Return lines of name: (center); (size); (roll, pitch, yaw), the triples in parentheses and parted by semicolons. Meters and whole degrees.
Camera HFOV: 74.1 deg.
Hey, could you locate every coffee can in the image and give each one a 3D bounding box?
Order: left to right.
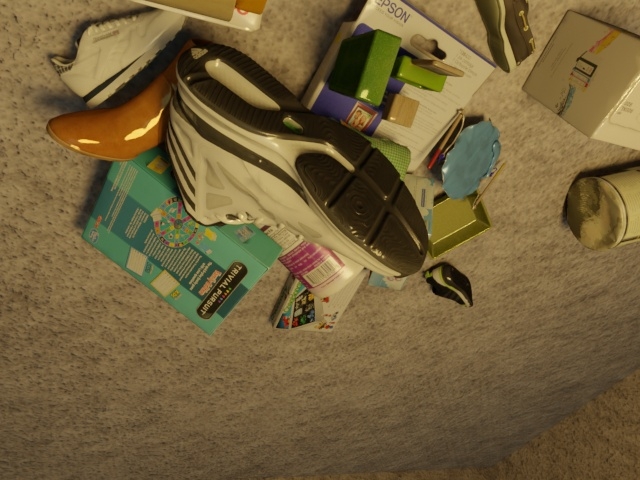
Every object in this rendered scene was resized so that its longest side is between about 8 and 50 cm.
coffee can: (0.845, -0.097, 1.128); (0.275, 0.202, 0.202); (-12, 134, -5)

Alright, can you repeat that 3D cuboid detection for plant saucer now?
plant saucer: (0.340, -0.056, 1.123); (0.188, 0.045, 0.188); (-30, 133, 12)

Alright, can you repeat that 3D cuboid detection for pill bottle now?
pill bottle: (-0.048, -0.038, 0.884); (0.169, 0.169, 0.301); (-39, 103, 19)

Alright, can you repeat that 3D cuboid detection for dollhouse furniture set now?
dollhouse furniture set: (0.102, -0.166, 0.729); (0.197, 0.151, 0.302); (11, 108, -22)

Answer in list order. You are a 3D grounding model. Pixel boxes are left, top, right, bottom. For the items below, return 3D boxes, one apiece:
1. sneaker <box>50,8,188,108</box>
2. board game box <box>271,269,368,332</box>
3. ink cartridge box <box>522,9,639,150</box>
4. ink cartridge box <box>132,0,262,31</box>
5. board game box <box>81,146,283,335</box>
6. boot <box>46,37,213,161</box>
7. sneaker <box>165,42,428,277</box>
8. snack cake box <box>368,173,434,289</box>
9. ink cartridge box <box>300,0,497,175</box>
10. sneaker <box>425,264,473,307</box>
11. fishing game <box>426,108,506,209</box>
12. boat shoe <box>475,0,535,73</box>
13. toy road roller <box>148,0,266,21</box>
sneaker: (-0.314, -0.311, 0.671); (0.235, 0.090, 0.095); (-33, 117, 9)
board game box: (-0.003, 0.143, 1.195); (0.192, 0.053, 0.305); (9, 128, -23)
ink cartridge box: (0.565, -0.310, 0.826); (0.171, 0.233, 0.168); (4, 130, -21)
ink cartridge box: (-0.155, -0.454, 0.560); (0.198, 0.115, 0.273); (5, 129, -21)
board game box: (-0.280, 0.004, 0.843); (0.336, 0.079, 0.254); (39, 124, -6)
boot: (-0.259, -0.234, 0.683); (0.295, 0.104, 0.211); (-14, 154, -52)
sneaker: (-0.055, -0.073, 0.686); (0.447, 0.169, 0.257); (40, 141, -5)
snack cake box: (0.182, -0.011, 0.986); (0.089, 0.152, 0.264); (10, 149, 1)
ink cartridge box: (0.135, -0.284, 0.840); (0.303, 0.072, 0.307); (18, 122, -28)
sneaker: (0.397, 0.140, 1.316); (0.097, 0.084, 0.234); (-17, 138, 34)
fishing game: (0.335, -0.183, 0.958); (0.264, 0.041, 0.189); (20, 105, -44)
boat shoe: (0.340, -0.416, 0.773); (0.068, 0.081, 0.228); (-34, 139, 11)
toy road roller: (-0.124, -0.422, 0.419); (0.202, 0.241, 0.329); (5, 165, -20)
